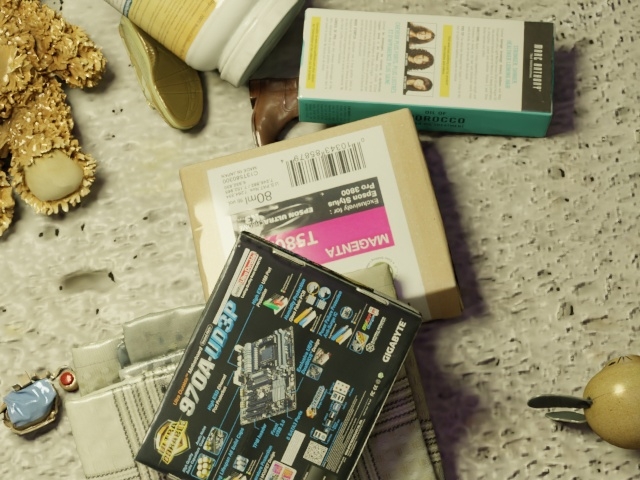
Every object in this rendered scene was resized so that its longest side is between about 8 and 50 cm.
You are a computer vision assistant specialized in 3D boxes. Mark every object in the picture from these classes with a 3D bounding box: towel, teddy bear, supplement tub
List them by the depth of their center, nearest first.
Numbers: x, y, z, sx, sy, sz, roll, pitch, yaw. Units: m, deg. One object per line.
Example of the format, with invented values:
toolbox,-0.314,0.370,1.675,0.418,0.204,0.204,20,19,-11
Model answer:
towel,-0.049,0.204,1.354,0.312,0.056,0.324,-16,88,4
supplement tub,-0.126,-0.259,1.511,0.200,0.144,0.144,38,80,0
teddy bear,-0.340,-0.166,1.564,0.245,0.113,0.338,-36,74,8

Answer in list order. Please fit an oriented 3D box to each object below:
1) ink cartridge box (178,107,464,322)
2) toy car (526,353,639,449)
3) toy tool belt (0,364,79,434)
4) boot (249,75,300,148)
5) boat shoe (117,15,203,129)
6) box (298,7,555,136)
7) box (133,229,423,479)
ink cartridge box,0.000,0.000,1.450,0.235,0.088,0.193,-15,68,3
toy car,0.279,0.123,1.338,0.188,0.155,0.149,-16,69,17
toy tool belt,-0.272,0.149,1.460,0.083,0.051,0.052,-35,69,-4
boot,-0.012,-0.125,1.525,0.114,0.037,0.106,-6,69,2
boat shoe,-0.167,-0.175,1.564,0.056,0.048,0.153,-17,71,-35
box,0.103,-0.164,1.487,0.244,0.060,0.100,4,71,2
box,-0.035,0.126,1.309,0.175,0.051,0.220,24,91,0
